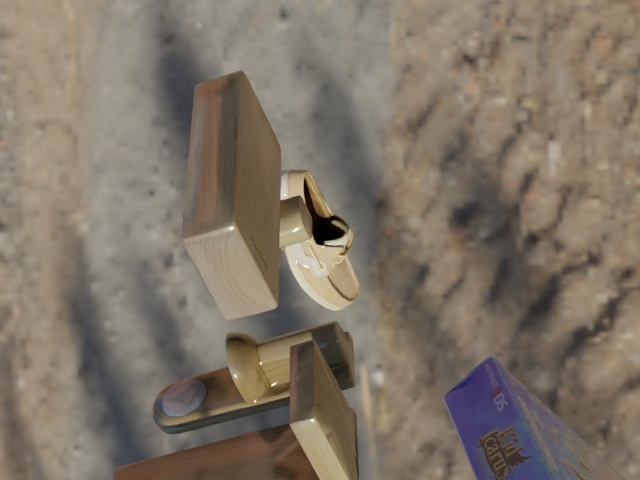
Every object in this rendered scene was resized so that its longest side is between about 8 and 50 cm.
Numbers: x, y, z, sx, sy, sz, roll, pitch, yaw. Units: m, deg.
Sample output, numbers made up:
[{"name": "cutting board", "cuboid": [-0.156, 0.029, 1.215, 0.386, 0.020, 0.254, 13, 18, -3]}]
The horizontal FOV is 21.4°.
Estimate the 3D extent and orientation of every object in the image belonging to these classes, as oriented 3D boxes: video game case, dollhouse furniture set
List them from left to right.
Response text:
[{"name": "dollhouse furniture set", "cuboid": [-0.066, 0.036, 0.783, 0.144, 0.123, 0.151, -91, -20, -50]}, {"name": "video game case", "cuboid": [0.215, 0.233, 1.258, 0.061, 0.244, 0.269, -42, 22, 10]}]

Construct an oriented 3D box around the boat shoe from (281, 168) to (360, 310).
[{"name": "boat shoe", "cuboid": [0.000, 0.000, 1.605, 0.059, 0.170, 0.063, -11, 40, 30]}]
